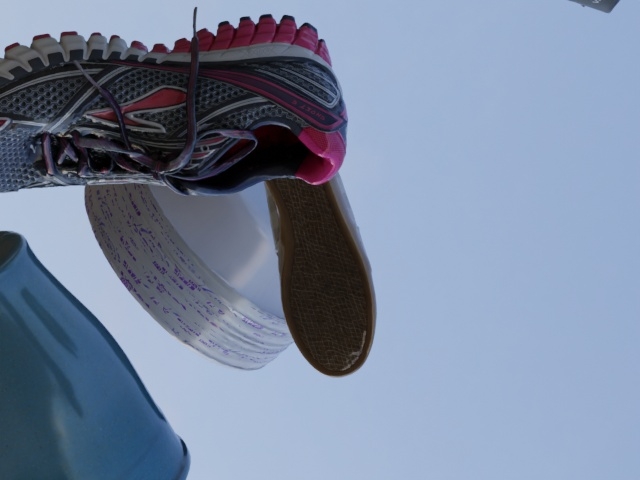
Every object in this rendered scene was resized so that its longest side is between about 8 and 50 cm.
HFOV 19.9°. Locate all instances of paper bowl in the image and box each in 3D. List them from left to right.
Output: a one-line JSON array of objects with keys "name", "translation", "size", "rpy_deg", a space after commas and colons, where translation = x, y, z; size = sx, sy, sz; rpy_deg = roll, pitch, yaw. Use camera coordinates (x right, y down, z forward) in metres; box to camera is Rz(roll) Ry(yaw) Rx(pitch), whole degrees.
[{"name": "paper bowl", "translation": [-0.103, -0.013, 1.946], "size": [0.148, 0.284, 0.284], "rpy_deg": [-41, -139, 21]}]

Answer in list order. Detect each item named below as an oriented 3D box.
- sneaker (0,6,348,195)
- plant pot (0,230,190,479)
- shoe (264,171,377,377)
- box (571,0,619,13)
[{"name": "sneaker", "translation": [-0.127, -0.080, 1.284], "size": [0.121, 0.299, 0.112], "rpy_deg": [92, -16, -55]}, {"name": "plant pot", "translation": [-0.287, 0.140, 1.605], "size": [0.271, 0.271, 0.255], "rpy_deg": [12, -51, 60]}, {"name": "shoe", "translation": [0.000, 0.000, 1.442], "size": [0.058, 0.076, 0.219], "rpy_deg": [-60, 139, -74]}, {"name": "box", "translation": [0.068, -0.301, 1.270], "size": [0.058, 0.322, 0.232], "rpy_deg": [122, -22, -50]}]
